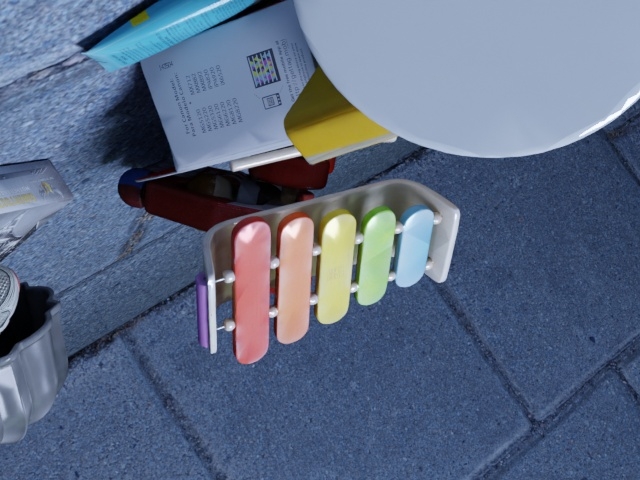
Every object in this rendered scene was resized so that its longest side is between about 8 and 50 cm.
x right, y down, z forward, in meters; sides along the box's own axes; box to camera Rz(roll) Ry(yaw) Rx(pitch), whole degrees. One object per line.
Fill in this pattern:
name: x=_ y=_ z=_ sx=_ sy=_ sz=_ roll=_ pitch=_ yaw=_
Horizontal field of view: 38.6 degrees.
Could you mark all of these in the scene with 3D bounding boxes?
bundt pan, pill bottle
bundt pan: x=-0.447 y=0.173 z=1.061 sx=0.331 sy=0.124 sz=0.331 roll=-12 pitch=-160 yaw=4
pill bottle: x=0.115 y=-0.216 z=0.514 sx=0.204 sy=0.204 sz=0.361 roll=-37 pitch=-160 yaw=41

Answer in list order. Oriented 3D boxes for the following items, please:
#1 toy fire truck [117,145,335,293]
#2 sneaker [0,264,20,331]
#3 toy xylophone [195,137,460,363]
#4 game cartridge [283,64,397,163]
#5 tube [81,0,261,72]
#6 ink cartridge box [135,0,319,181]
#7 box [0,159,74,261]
toy fire truck: x=-0.120 y=-0.051 z=1.177 sx=0.254 sy=0.169 sz=0.302 roll=9 pitch=-168 yaw=3
sneaker: x=-0.401 y=0.088 z=0.911 sx=0.225 sy=0.088 sz=0.093 roll=-33 pitch=171 yaw=-36
toy xylophone: x=0.000 y=0.000 z=0.999 sx=0.323 sy=0.081 sz=0.236 roll=-21 pitch=136 yaw=-16
game cartridge: x=0.148 y=-0.201 z=0.727 sx=0.324 sy=0.052 sz=0.285 roll=-17 pitch=-148 yaw=39
tube: x=-0.112 y=-0.208 z=0.818 sx=0.207 sy=0.052 sz=0.080 roll=-29 pitch=171 yaw=4
ink cartridge box: x=-0.030 y=-0.176 z=0.989 sx=0.272 sy=0.130 sz=0.309 roll=-10 pitch=-170 yaw=35
box: x=-0.392 y=-0.001 z=0.940 sx=0.183 sy=0.056 sz=0.231 roll=-35 pitch=176 yaw=23
